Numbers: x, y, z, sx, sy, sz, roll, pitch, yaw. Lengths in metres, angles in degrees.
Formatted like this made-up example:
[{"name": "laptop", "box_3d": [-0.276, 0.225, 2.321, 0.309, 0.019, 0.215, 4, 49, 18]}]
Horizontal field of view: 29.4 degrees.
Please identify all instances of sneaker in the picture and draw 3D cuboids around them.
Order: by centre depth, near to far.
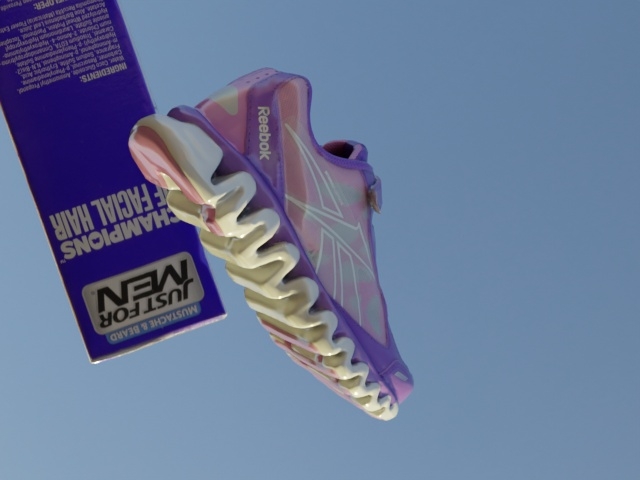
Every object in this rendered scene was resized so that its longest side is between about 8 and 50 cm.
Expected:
[{"name": "sneaker", "box_3d": [0.000, 0.000, 0.683, 0.095, 0.104, 0.236, 20, -31, 56]}]

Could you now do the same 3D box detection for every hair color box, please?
[{"name": "hair color box", "box_3d": [-0.172, -0.091, 0.901, 0.185, 0.110, 0.339, -178, -112, -83]}]
